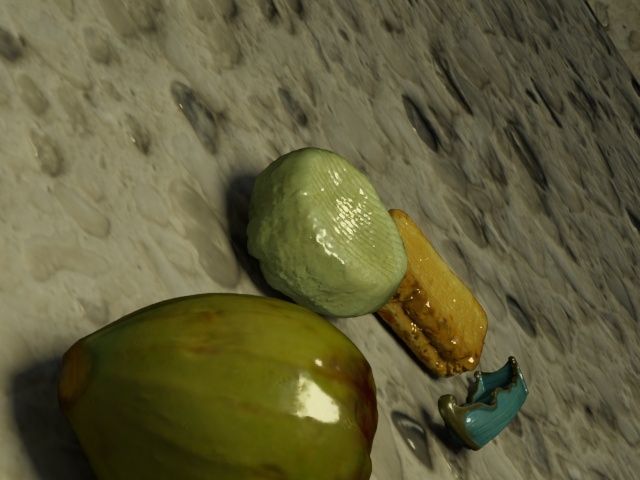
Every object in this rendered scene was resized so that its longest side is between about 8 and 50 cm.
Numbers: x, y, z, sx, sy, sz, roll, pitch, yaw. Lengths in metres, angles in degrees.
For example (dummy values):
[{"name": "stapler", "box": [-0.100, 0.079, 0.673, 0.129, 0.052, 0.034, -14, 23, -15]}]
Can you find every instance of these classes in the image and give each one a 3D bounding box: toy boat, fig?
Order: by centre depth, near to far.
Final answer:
[{"name": "fig", "box": [-0.088, 0.151, 1.413, 0.271, 0.239, 0.239, 21, 37, -12]}, {"name": "toy boat", "box": [0.184, 0.187, 2.009, 0.077, 0.075, 0.185, 60, 29, -4]}]

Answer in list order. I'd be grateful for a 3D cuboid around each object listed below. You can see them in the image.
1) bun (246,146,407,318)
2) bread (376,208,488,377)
[{"name": "bun", "box": [0.000, 0.000, 1.837, 0.195, 0.118, 0.195, 35, 36, -30]}, {"name": "bread", "box": [0.112, 0.065, 2.005, 0.211, 0.083, 0.114, 49, 32, -19]}]
